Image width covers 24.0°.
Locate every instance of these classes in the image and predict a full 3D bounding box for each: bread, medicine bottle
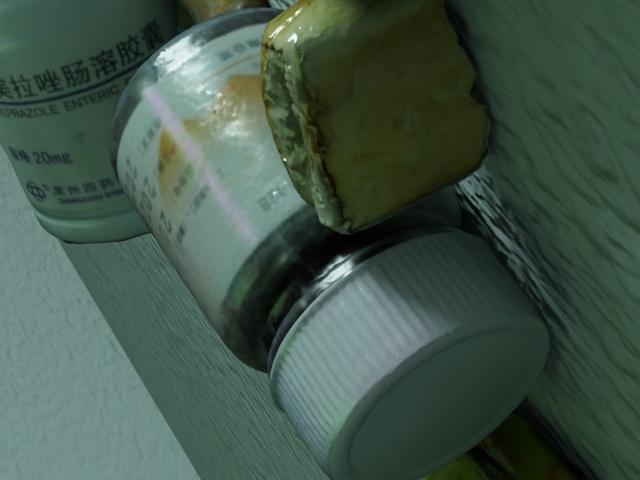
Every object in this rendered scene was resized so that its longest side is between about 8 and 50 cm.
[{"bbox_3d":[0.023,-0.080,0.788,0.082,0.106,0.125,38,150,57],"label":"bread"},{"bbox_3d":[0.000,0.000,0.896,0.273,0.165,0.165,52,163,33],"label":"medicine bottle"},{"bbox_3d":[-0.200,-0.182,1.212,0.190,0.190,0.332,42,156,54],"label":"medicine bottle"}]

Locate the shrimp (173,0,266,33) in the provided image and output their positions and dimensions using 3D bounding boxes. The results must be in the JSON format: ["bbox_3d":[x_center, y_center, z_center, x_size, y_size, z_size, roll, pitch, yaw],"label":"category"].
[{"bbox_3d":[-0.052,-0.086,1.142,0.164,0.062,0.317,-144,33,-69],"label":"shrimp"}]

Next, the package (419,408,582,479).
[{"bbox_3d":[0.122,0.181,0.953,0.226,0.090,0.168,51,165,47],"label":"package"}]
